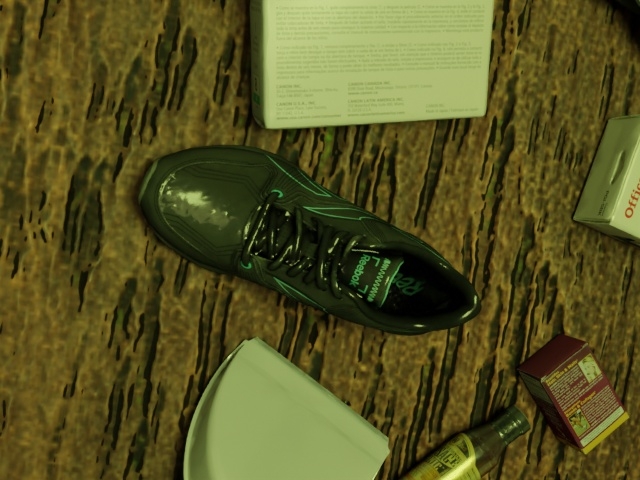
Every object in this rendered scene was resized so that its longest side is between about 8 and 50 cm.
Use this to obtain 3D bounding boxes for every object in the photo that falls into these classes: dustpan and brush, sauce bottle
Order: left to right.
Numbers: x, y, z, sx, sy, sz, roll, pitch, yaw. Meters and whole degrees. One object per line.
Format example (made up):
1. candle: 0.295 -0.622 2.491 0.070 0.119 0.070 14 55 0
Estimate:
1. dustpan and brush: -0.058 0.193 0.648 0.147 0.060 0.211 38 49 -1
2. sauce bottle: 0.117 0.183 0.741 0.128 0.042 0.042 -35 104 -15

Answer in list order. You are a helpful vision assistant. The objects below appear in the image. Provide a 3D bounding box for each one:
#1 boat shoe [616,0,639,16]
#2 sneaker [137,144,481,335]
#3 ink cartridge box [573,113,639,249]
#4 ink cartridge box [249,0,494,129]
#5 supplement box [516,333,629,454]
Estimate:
1. boat shoe: 0.241 -0.241 0.738 0.079 0.084 0.233 -26 114 24
2. sneaker: 0.000 0.000 0.654 0.267 0.106 0.101 20 90 -17
3. ink cartridge box: 0.300 -0.038 0.772 0.135 0.056 0.099 22 87 -19
4. ink cartridge box: 0.040 -0.198 0.652 0.181 0.056 0.225 -5 108 -17
5. supplement box: 0.216 0.131 0.766 0.055 0.043 0.083 -35 105 -12
